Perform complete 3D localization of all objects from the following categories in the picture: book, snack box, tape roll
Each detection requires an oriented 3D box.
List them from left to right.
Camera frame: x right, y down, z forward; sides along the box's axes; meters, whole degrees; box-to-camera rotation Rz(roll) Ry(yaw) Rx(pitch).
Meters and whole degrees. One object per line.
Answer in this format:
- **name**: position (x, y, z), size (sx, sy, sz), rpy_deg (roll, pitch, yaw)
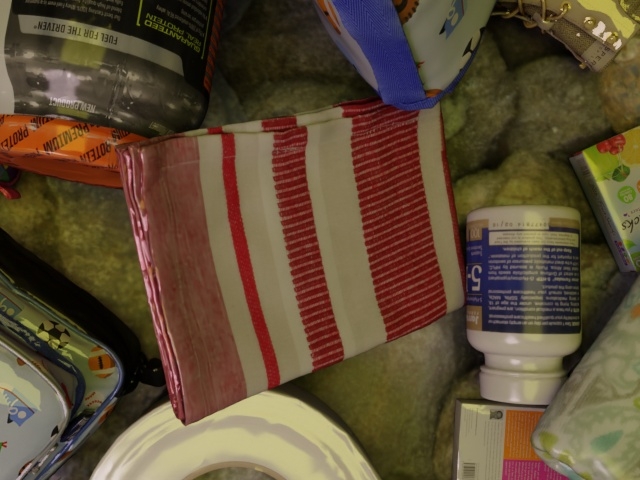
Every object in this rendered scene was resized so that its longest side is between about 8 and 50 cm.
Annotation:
- **tape roll**: position (-0.079, 0.273, 0.629), size (0.285, 0.100, 0.287), rpy_deg (0, 85, -4)
- **book**: position (0.212, 0.218, 0.688), size (0.144, 0.035, 0.096), rpy_deg (4, 90, -4)
- **snack box**: position (0.347, -0.049, 0.714), size (0.100, 0.037, 0.141), rpy_deg (-23, 88, -5)

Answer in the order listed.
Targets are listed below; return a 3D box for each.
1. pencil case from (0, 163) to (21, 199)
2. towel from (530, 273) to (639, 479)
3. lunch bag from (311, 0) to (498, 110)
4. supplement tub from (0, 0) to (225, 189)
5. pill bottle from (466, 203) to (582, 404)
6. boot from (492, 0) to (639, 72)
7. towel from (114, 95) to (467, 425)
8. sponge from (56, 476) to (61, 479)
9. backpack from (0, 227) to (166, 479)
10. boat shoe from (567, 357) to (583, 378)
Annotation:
- **pencil case**: position (-0.410, -0.097, 0.633), size (0.236, 0.104, 0.105), rpy_deg (5, 85, -3)
- **towel**: position (0.424, 0.179, 0.599), size (0.374, 0.090, 0.320), rpy_deg (40, 70, 6)
- **lunch bag**: position (0.034, -0.335, 0.511), size (0.238, 0.328, 0.386), rpy_deg (-9, 70, 18)
- **supplement tub**: position (-0.191, -0.226, 0.603), size (0.207, 0.207, 0.338), rpy_deg (9, 85, -4)
- **pill bottle**: position (0.201, 0.062, 0.658), size (0.111, 0.112, 0.187), rpy_deg (1, 85, -4)
- **boot**: position (0.220, -0.243, 0.695), size (0.203, 0.095, 0.262), rpy_deg (45, 81, -2)
- **towel**: position (0.000, 0.000, 0.602), size (0.328, 0.037, 0.237), rpy_deg (-17, 102, -29)
- **sponge**: position (-0.294, 0.300, 0.560), size (0.031, 0.117, 0.210), rpy_deg (42, 113, 2)
- **backpack**: position (-0.324, 0.140, 0.575), size (0.276, 0.213, 0.263), rpy_deg (39, 95, -4)
- **boat shoe**: position (0.358, 0.159, 0.683), size (0.227, 0.069, 0.081), rpy_deg (6, 71, -4)
